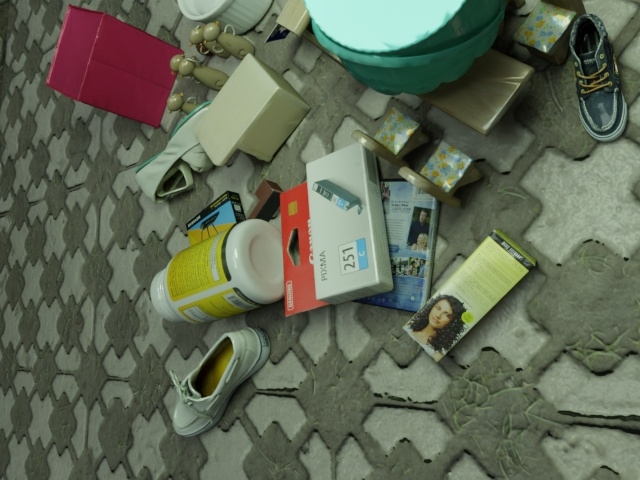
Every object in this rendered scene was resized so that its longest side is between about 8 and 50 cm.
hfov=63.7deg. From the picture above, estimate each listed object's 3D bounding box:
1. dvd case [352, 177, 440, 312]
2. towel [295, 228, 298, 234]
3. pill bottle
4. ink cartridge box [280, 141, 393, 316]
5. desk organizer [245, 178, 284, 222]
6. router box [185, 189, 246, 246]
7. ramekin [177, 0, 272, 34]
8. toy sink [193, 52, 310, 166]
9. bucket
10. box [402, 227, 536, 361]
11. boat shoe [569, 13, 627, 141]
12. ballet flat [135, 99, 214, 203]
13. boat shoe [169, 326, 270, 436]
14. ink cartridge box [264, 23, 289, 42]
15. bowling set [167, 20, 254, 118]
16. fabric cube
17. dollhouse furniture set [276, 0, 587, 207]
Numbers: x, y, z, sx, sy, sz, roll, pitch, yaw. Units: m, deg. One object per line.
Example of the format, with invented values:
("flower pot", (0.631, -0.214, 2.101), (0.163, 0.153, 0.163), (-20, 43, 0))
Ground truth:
("dvd case", (0.139, 0.004, 1.001), (0.180, 0.022, 0.253), (5, 86, 40))
("towel", (0.000, 0.000, 1.099), (0.102, 0.021, 0.237), (-46, 52, 27))
("pill bottle", (-0.237, 0.086, 1.186), (0.333, 0.187, 0.188), (-21, 70, 35))
("ink cartridge box", (0.004, -0.017, 1.037), (0.261, 0.066, 0.297), (-19, 64, 31))
("desk organizer", (-0.141, -0.078, 1.227), (0.130, 0.047, 0.050), (-54, 53, 20))
("router box", (-0.264, -0.025, 1.318), (0.178, 0.046, 0.133), (-33, 64, 31))
("ramekin", (-0.235, -0.678, 1.335), (0.277, 0.135, 0.278), (-9, 76, 38))
("toy sink", (-0.163, -0.286, 1.223), (0.234, 0.131, 0.153), (-48, 57, 17))
("bucket", (0.112, -0.351, 0.716), (0.281, 0.183, 0.281), (1, 92, 21))
("box", (0.247, 0.093, 0.864), (0.087, 0.058, 0.232), (43, 110, 17))
("boat shoe", (0.412, -0.244, 0.776), (0.065, 0.083, 0.184), (-12, 76, 37))
("ballet flat", (-0.360, -0.219, 1.391), (0.400, 0.139, 0.139), (-30, 65, 37))
("boat shoe", (-0.277, 0.340, 1.200), (0.367, 0.156, 0.136), (-47, 57, 24))
("ink cartridge box", (0.033, -0.551, 1.078), (0.069, 0.176, 0.371), (43, 115, -9))
("bowling set", (-0.332, -0.482, 1.374), (0.287, 0.154, 0.200), (-48, 57, 23))
("fabric cube", (-0.618, -0.521, 1.547), (0.254, 0.258, 0.259), (30, 102, 39))
("dollhouse furniture set", (0.154, -0.326, 0.876), (0.394, 0.256, 0.362), (45, 108, 37))
